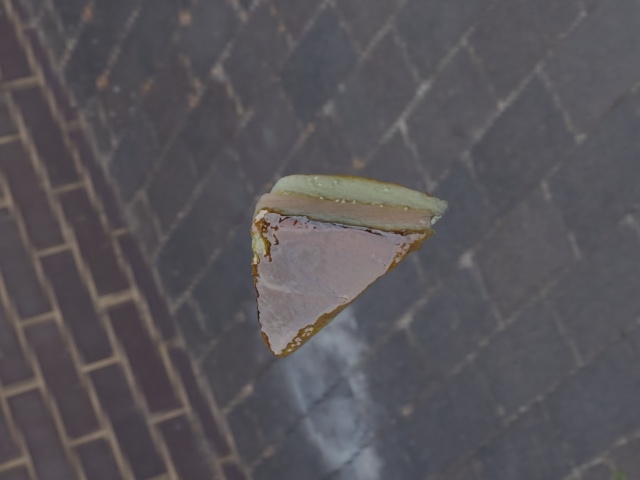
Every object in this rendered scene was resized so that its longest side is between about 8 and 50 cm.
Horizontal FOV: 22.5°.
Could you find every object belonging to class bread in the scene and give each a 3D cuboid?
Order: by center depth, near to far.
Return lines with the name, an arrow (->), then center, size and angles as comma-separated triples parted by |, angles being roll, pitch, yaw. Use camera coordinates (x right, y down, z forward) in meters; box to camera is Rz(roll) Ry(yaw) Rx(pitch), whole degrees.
bread -> 0.000, 0.000, 0.680 | 0.062, 0.043, 0.109 | 45, 130, -7
